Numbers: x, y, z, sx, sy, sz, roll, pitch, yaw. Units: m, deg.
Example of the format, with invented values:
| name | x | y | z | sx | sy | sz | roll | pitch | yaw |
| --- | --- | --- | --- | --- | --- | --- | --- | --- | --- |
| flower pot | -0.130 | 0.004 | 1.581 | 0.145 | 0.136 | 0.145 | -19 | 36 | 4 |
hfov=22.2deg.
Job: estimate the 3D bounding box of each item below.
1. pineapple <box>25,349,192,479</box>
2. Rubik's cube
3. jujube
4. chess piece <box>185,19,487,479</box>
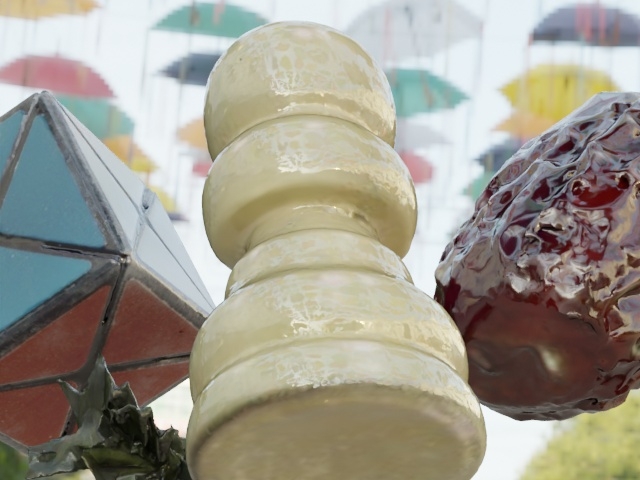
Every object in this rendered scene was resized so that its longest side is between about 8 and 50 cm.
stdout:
| name | x | y | z | sx | sy | sz | roll | pitch | yaw |
| --- | --- | --- | --- | --- | --- | --- | --- | --- | --- |
| pineapple | -0.104 | 0.192 | 1.289 | 0.119 | 0.130 | 0.277 | -37 | -43 | 16 |
| Rubik's cube | -0.287 | 0.043 | 1.698 | 0.259 | 0.260 | 0.255 | -35 | -34 | 4 |
| jujube | 0.250 | 0.011 | 1.477 | 0.258 | 0.377 | 0.258 | 14 | -49 | 18 |
| chess piece | 0.000 | 0.000 | 0.954 | 0.167 | 0.300 | 0.167 | -3 | -35 | -2 |
